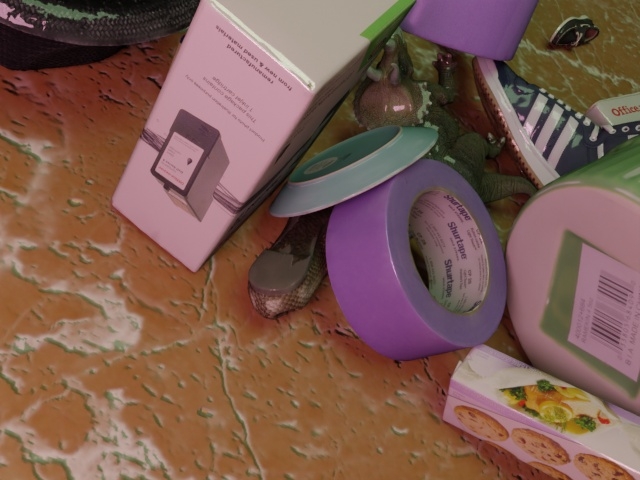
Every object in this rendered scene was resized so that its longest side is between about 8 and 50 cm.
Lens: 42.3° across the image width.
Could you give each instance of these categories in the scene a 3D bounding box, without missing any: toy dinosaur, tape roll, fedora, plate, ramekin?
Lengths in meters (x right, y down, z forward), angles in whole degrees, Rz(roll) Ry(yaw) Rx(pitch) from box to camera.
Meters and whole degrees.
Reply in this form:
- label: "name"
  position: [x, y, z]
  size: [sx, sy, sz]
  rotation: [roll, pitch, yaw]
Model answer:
- label: "toy dinosaur"
  position: [0.138, -0.115, 0.979]
  size: [0.313, 0.121, 0.160]
  rotation: [53, 44, -20]
- label: "tape roll"
  position: [0.098, 0.020, 0.819]
  size: [0.189, 0.080, 0.189]
  rotation: [21, 59, -40]
- label: "fedora"
  position: [-0.255, -0.274, 0.837]
  size: [0.334, 0.152, 0.334]
  rotation: [15, 51, -19]
- label: "tape roll"
  position: [0.136, -0.322, 1.057]
  size: [0.275, 0.090, 0.275]
  rotation: [17, 23, -7]
- label: "plate"
  position: [0.028, -0.078, 0.835]
  size: [0.188, 0.188, 0.024]
  rotation: [-43, 113, -42]
- label: "ramekin"
  position: [0.326, 0.050, 0.828]
  size: [0.148, 0.303, 0.303]
  rotation: [-18, 66, -29]

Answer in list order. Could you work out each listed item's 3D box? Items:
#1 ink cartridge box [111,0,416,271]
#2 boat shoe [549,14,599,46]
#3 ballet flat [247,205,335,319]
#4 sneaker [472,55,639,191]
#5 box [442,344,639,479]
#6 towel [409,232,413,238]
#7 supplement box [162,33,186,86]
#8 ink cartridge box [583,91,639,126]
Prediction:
- label: "ink cartridge box"
  position: [-0.058, -0.125, 0.756]
  size: [0.115, 0.273, 0.198]
  rotation: [40, 47, 0]
- label: "boat shoe"
  position: [0.407, -0.329, 1.321]
  size: [0.038, 0.046, 0.125]
  rotation: [47, 39, 16]
- label: "ballet flat"
  position: [0.000, 0.000, 0.848]
  size: [0.084, 0.058, 0.250]
  rotation: [10, 37, 21]
- label: "sneaker"
  position: [0.313, -0.143, 1.044]
  size: [0.153, 0.099, 0.282]
  rotation: [-28, 73, 7]
- label: "box"
  position: [0.268, 0.196, 0.747]
  size: [0.324, 0.067, 0.063]
  rotation: [25, 46, 24]
- label: "towel"
  position: [0.096, -0.032, 0.949]
  size: [0.083, 0.009, 0.060]
  rotation: [-29, 74, -40]
- label: "supplement box"
  position: [-0.116, -0.189, 0.898]
  size: [0.056, 0.083, 0.083]
  rotation: [41, 47, 4]
- label: "ink cartridge box"
  position: [0.456, -0.089, 1.134]
  size: [0.160, 0.092, 0.219]
  rotation: [-15, 64, -36]
